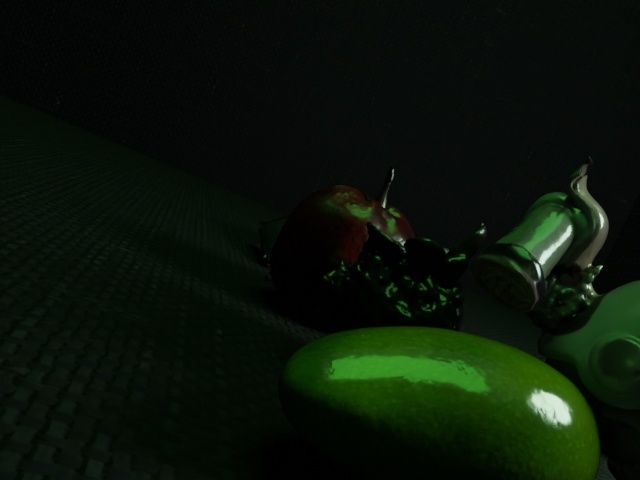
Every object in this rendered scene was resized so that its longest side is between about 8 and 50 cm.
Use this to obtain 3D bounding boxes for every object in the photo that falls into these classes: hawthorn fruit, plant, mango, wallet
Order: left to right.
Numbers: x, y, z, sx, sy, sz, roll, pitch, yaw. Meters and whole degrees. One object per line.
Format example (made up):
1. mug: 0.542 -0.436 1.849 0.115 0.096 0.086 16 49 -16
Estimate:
1. wallet: -0.040 -0.017 1.379 0.221 0.071 0.262 -16 18 -2
2. hawthorn fruit: 0.054 0.004 0.991 0.254 0.300 0.254 25 8 -4
3. plant: 0.102 0.083 0.737 0.204 0.234 0.178 7 5 10
4. mango: 0.113 0.160 0.506 0.343 0.156 0.192 17 -3 -28

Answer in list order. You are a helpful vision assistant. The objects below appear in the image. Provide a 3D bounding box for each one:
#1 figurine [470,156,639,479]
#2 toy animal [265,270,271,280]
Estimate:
1. figurine: 0.335 0.107 0.615 0.361 0.211 0.253 54 28 17
2. toy animal: -0.085 0.072 1.156 0.084 0.050 0.028 -25 67 -40
